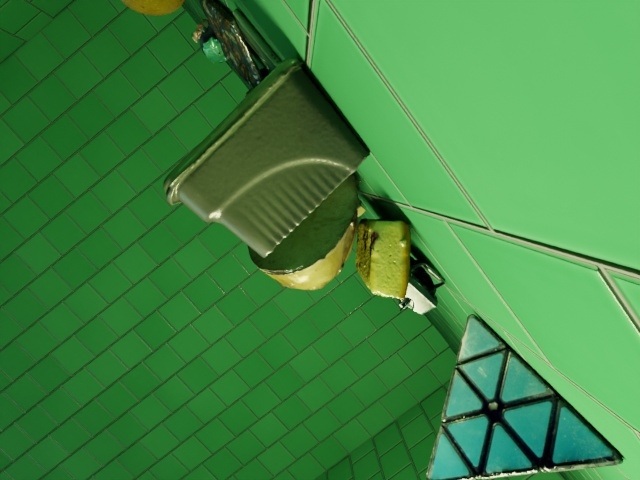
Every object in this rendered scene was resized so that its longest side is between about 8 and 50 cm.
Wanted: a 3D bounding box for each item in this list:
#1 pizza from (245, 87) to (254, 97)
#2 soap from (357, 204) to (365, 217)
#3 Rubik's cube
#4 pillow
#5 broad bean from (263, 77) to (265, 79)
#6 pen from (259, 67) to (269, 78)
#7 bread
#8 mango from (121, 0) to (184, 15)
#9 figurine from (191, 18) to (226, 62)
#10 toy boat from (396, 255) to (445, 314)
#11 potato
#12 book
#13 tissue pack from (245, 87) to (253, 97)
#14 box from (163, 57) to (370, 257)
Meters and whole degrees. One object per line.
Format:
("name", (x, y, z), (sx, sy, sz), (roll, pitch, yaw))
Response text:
("pizza", (-0.147, -0.220, 1.166), (0.278, 0.114, 0.407), (-28, -66, -73))
("soap", (0.031, -0.164, 1.228), (0.252, 0.037, 0.092), (35, -167, -29))
("Rubik's cube", (0.333, 0.307, 0.692), (0.229, 0.228, 0.233), (14, -149, 23))
("pillow", (-0.213, -0.471, 0.958), (0.255, 0.034, 0.188), (51, 170, 35))
("broad bean", (-0.036, -0.236, 0.846), (0.256, 0.053, 0.052), (45, -161, -43))
("pen", (-0.072, -0.324, 1.038), (0.269, 0.033, 0.033), (51, -177, -11))
("bread", (0.124, 0.021, 0.861), (0.361, 0.077, 0.138), (-67, -19, -86))
("mango", (-0.320, -0.505, 0.668), (0.177, 0.175, 0.329), (7, -176, 1))
("figurine", (-0.325, -0.609, 1.209), (0.112, 0.102, 0.194), (30, -159, -47))
("toy boat", (0.212, 0.078, 0.910), (0.093, 0.103, 0.246), (42, -164, -5))
("potato", (0.000, 0.000, 1.001), (0.295, 0.290, 0.397), (59, 180, -43))
("book", (-0.107, -0.355, 0.760), (0.135, 0.017, 0.103), (51, -177, 2))
("tissue pack", (-0.164, -0.417, 1.277), (0.103, 0.090, 0.170), (48, -177, -48))
("box", (-0.076, -0.109, 0.607), (0.178, 0.274, 0.138), (45, -174, -9))
